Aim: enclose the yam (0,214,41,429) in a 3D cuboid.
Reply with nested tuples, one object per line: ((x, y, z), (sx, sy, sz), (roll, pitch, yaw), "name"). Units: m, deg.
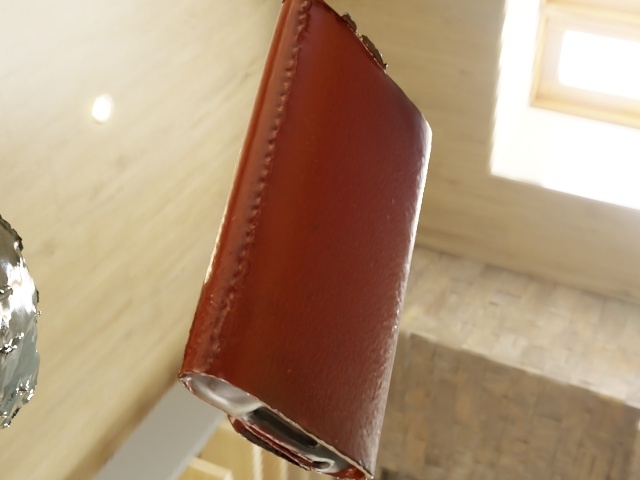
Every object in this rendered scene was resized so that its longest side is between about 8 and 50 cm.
((-0.301, 0.071, 0.582), (0.348, 0.241, 0.241), (-83, 5, -81), "yam")

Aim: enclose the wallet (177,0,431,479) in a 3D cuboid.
((0.000, 0.000, 0.527), (0.142, 0.045, 0.204), (43, -129, -46), "wallet")
